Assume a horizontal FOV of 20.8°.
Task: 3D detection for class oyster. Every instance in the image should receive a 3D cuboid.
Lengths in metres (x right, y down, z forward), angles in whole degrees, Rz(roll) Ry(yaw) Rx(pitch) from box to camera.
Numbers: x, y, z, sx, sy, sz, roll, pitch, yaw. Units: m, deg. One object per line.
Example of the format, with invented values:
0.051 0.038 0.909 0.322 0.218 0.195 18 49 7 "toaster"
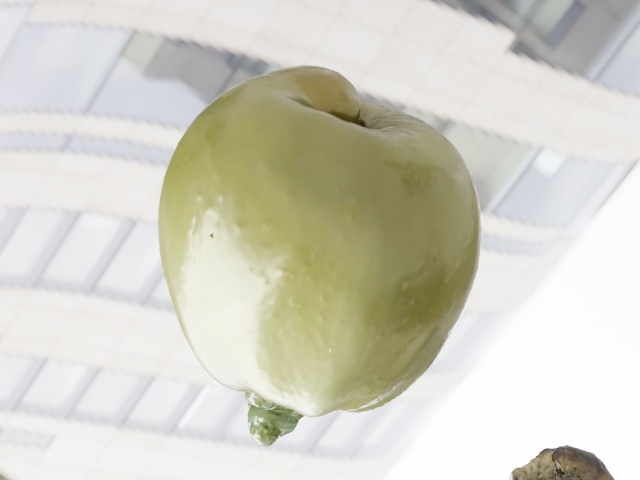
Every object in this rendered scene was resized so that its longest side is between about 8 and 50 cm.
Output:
0.290 0.275 1.728 0.232 0.107 0.161 19 178 19 "oyster"

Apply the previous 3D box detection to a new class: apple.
0.000 0.000 0.987 0.200 0.200 0.200 28 -153 -16 "apple"

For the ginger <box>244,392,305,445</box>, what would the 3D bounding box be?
-0.003 0.068 1.398 0.137 0.290 0.089 -29 -111 -40 "ginger"
